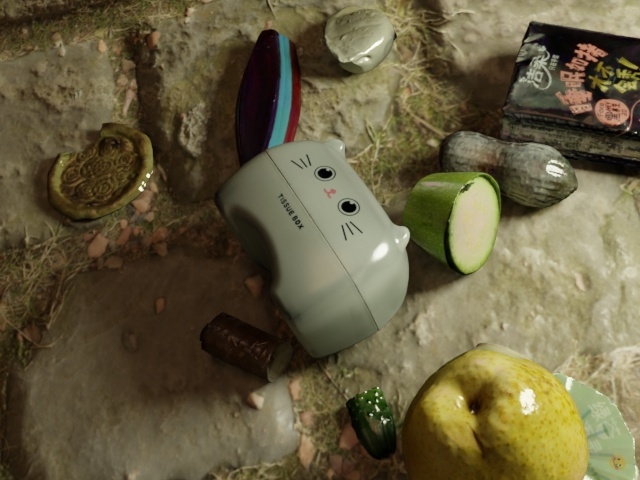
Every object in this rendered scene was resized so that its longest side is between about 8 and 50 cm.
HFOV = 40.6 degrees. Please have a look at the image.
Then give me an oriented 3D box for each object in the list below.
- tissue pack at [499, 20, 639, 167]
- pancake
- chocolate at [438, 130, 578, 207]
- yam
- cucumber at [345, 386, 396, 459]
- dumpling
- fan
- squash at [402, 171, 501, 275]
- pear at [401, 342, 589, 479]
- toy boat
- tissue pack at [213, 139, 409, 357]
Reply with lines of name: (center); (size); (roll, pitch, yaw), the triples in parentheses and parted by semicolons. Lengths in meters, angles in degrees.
tissue pack: (0.492, -0.252, 1.494); (0.332, 0.123, 0.245); (13, 60, 17)
pancake: (-0.438, -0.136, 1.721); (0.235, 0.029, 0.212); (-39, 61, -6)
chocolate: (0.314, -0.123, 1.473); (0.248, 0.110, 0.110); (14, 66, 25)
yam: (-0.125, 0.176, 1.438); (0.141, 0.079, 0.079); (22, 69, 23)
cucumber: (0.083, 0.286, 1.347); (0.067, 0.035, 0.107); (-24, 60, -1)
dumpling: (0.072, -0.395, 1.693); (0.150, 0.092, 0.176); (28, 71, 23)
fan: (0.391, 0.292, 1.280); (0.131, 0.009, 0.240); (-22, 58, -1)
squash: (0.216, -0.040, 1.426); (0.122, 0.170, 0.170); (23, 69, 37)
pear: (0.235, 0.275, 1.190); (0.271, 0.271, 0.271); (-6, 60, 11)
toy boat: (-0.109, -0.247, 1.676); (0.136, 0.079, 0.392); (-5, 58, 14)
tissue pack: (0.000, 0.000, 1.412); (0.236, 0.229, 0.333); (-31, 59, -3)
